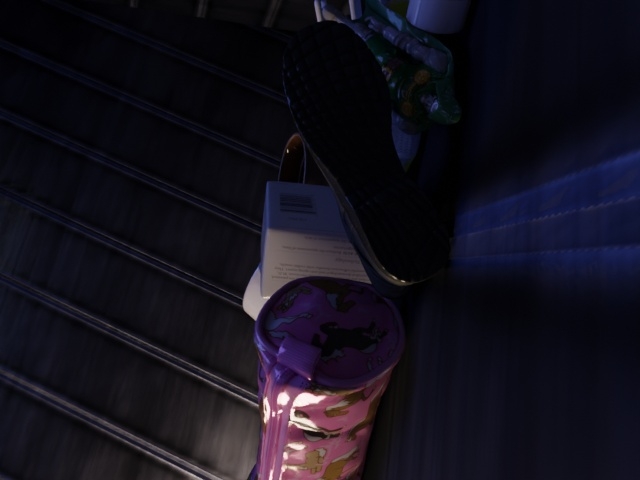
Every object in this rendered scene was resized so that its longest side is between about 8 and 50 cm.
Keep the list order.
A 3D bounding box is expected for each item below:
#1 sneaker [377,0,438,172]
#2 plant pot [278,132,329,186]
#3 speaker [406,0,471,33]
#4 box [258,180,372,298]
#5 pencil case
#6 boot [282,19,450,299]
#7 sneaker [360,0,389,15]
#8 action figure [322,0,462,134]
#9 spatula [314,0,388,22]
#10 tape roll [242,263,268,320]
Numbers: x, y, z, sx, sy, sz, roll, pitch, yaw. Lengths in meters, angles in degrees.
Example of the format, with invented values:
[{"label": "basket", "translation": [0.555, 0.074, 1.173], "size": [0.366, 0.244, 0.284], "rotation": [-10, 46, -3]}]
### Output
[{"label": "sneaker", "translation": [0.093, -0.170, 0.659], "size": [0.126, 0.091, 0.239], "rotation": [-52, -20, -65]}, {"label": "plant pot", "translation": [0.020, -0.112, 1.028], "size": [0.167, 0.165, 0.166], "rotation": [-175, 90, -70]}, {"label": "speaker", "translation": [0.111, -0.244, 0.442], "size": [0.136, 0.055, 0.055], "rotation": [98, 180, -47]}, {"label": "box", "translation": [0.000, 0.000, 0.831], "size": [0.181, 0.182, 0.118], "rotation": [-101, 18, -62]}, {"label": "pencil case", "translation": [-0.009, 0.219, 0.647], "size": [0.167, 0.160, 0.385], "rotation": [-95, 12, -52]}, {"label": "boot", "translation": [0.029, -0.060, 0.504], "size": [0.161, 0.084, 0.246], "rotation": [111, 138, -80]}, {"label": "sneaker", "translation": [0.100, -0.306, 0.767], "size": [0.271, 0.101, 0.107], "rotation": [100, -173, -46]}, {"label": "action figure", "translation": [0.061, -0.165, 0.518], "size": [0.232, 0.064, 0.137], "rotation": [51, 131, 47]}, {"label": "spatula", "translation": [0.057, -0.208, 0.692], "size": [0.168, 0.019, 0.241], "rotation": [-41, -44, -33]}, {"label": "tape roll", "translation": [-0.030, 0.076, 1.137], "size": [0.286, 0.100, 0.286], "rotation": [-46, -18, -19]}]
